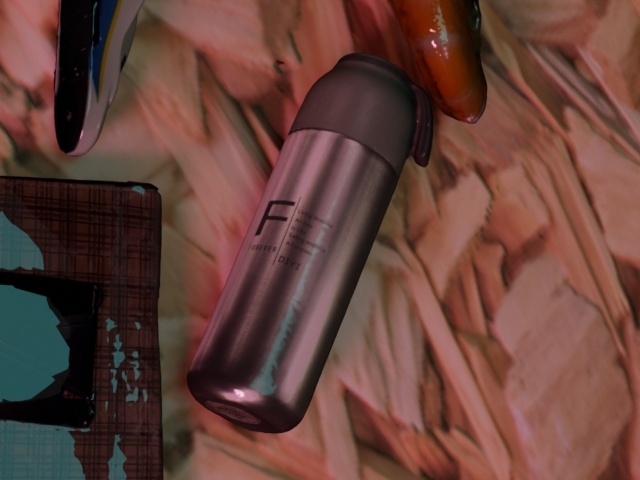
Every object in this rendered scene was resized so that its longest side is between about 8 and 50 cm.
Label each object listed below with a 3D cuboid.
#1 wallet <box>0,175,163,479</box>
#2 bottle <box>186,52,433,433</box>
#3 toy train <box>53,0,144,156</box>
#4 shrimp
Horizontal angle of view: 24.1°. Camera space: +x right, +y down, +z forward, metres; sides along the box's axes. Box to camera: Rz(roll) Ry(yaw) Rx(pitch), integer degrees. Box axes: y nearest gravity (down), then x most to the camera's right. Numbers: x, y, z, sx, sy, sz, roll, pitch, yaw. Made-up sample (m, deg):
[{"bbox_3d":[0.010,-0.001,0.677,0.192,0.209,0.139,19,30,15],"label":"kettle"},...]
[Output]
[{"bbox_3d":[-0.150,0.076,0.893,0.124,0.042,0.230,3,82,-32],"label":"wallet"},{"bbox_3d":[0.000,0.000,0.964,0.096,0.079,0.253,16,69,15],"label":"bottle"},{"bbox_3d":[-0.134,-0.165,0.935,0.051,0.052,0.234,6,79,-34],"label":"toy train"},{"bbox_3d":[0.078,-0.194,1.038,0.068,0.150,0.248,-12,72,12],"label":"shrimp"}]
